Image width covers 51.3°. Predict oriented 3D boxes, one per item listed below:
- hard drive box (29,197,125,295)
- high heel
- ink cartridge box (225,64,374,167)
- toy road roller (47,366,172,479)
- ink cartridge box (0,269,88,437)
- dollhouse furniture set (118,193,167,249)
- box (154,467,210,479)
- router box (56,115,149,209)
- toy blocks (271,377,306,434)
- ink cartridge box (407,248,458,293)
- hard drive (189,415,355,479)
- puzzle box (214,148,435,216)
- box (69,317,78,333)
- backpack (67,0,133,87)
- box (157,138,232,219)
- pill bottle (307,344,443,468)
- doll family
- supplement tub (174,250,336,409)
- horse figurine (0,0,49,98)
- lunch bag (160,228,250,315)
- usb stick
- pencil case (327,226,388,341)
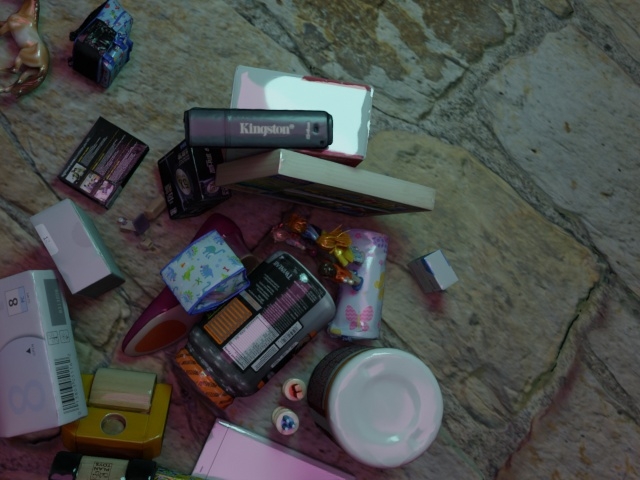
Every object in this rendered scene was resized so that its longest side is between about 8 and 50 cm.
[{"bbox_3d":[-0.516,0.024,1.439,0.089,0.232,0.181,-30,87,-12],"label":"hard drive box"},{"bbox_3d":[-0.326,0.103,1.551,0.377,0.127,0.181,-38,53,-4],"label":"high heel"},{"bbox_3d":[-0.066,-0.229,1.473,0.280,0.385,0.160,6,84,-8],"label":"ink cartridge box"},{"bbox_3d":[-0.448,0.462,1.434,0.203,0.240,0.329,9,44,-8],"label":"toy road roller"},{"bbox_3d":[-0.679,0.251,1.367,0.385,0.091,0.307,-16,83,18],"label":"ink cartridge box"},{"bbox_3d":[-0.416,-0.052,1.581,0.081,0.091,0.114,12,49,32],"label":"dollhouse furniture set"},{"bbox_3d":[-0.281,0.546,1.446,0.169,0.059,0.054,15,82,-6],"label":"box"},{"bbox_3d":[-0.508,-0.182,1.564,0.133,0.046,0.178,32,78,-3],"label":"router box"},{"bbox_3d":[-0.066,0.374,1.506,0.054,0.148,0.123,21,80,-6],"label":"toy blocks"},{"bbox_3d":[0.271,0.077,1.617,0.052,0.122,0.088,-29,88,-16],"label":"ink cartridge box"},{"bbox_3d":[-0.124,0.581,1.520,0.353,0.047,0.232,25,79,-5],"label":"hard drive"},{"bbox_3d":[0.013,-0.114,1.449,0.409,0.272,0.052,10,82,-34],"label":"puzzle box"},{"bbox_3d":[-0.604,0.202,1.467,0.102,0.101,0.087,17,79,-8],"label":"box"},{"bbox_3d":[-0.498,-0.469,1.558,0.117,0.158,0.173,32,67,-12],"label":"backpack"},{"bbox_3d":[-0.291,-0.141,1.520,0.078,0.180,0.147,-10,84,-37],"label":"box"},{"bbox_3d":[0.093,0.334,1.413,0.224,0.392,0.223,1,83,-9],"label":"pill bottle"},{"bbox_3d":[0.000,0.000,1.506,0.263,0.163,0.118,34,96,37],"label":"doll family"},{"bbox_3d":[-0.146,0.201,1.488,0.338,0.207,0.207,-43,90,-12],"label":"supplement tub"},{"bbox_3d":[-0.709,-0.456,1.562,0.175,0.066,0.263,-22,84,-6],"label":"horse figurine"},{"bbox_3d":[-0.247,0.075,1.416,0.151,0.096,0.129,-33,61,-18],"label":"lunch bag"},{"bbox_3d":[-0.114,-0.209,1.244,0.278,0.045,0.077,-1,86,-9],"label":"usb stick"},{"bbox_3d":[0.092,0.107,1.589,0.124,0.113,0.272,3,80,29],"label":"pencil case"}]
